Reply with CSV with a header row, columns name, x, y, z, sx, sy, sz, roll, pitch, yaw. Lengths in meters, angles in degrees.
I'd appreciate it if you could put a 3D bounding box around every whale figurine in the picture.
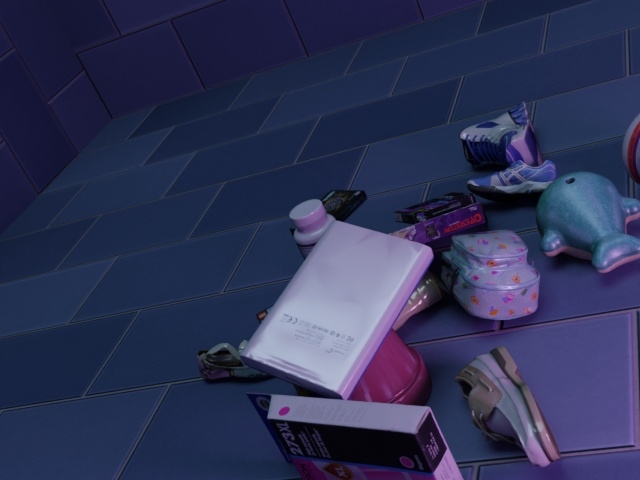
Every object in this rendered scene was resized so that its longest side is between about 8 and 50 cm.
name,x,y,z,sx,sy,sz,roll,pitch,yaw
whale figurine,0.523,-0.042,1.799,0.216,0.141,0.272,-23,27,3

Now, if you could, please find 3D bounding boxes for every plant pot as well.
name,x,y,z,sx,sy,sz,roll,pitch,yaw
plant pot,0.077,0.221,1.665,0.201,0.180,0.201,-21,26,11

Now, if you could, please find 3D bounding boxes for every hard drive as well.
name,x,y,z,sx,sy,sz,roll,pitch,yaw
hard drive,0.031,0.113,1.601,0.210,0.040,0.318,16,57,31

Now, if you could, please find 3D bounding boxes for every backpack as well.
name,x,y,z,sx,sy,sz,roll,pitch,yaw
backpack,0.328,0.066,1.759,0.166,0.144,0.188,-4,32,-15

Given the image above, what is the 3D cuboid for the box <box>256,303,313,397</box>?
name,x,y,z,sx,sy,sz,roll,pitch,yaw
box,-0.008,0.186,1.743,0.159,0.233,0.044,-29,44,-7

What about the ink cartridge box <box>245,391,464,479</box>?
name,x,y,z,sx,sy,sz,roll,pitch,yaw
ink cartridge box,0.039,0.335,1.491,0.371,0.175,0.069,-1,36,40

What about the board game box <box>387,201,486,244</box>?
name,x,y,z,sx,sy,sz,roll,pitch,yaw
board game box,0.247,-0.026,1.945,0.208,0.056,0.347,-16,-1,12

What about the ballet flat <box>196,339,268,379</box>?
name,x,y,z,sx,sy,sz,roll,pitch,yaw
ballet flat,-0.172,0.248,1.945,0.221,0.079,0.077,-9,31,30

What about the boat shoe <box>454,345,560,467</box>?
name,x,y,z,sx,sy,sz,roll,pitch,yaw
boat shoe,0.293,0.275,1.470,0.103,0.113,0.302,-25,16,4

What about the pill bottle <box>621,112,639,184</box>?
name,x,y,z,sx,sy,sz,roll,pitch,yaw
pill bottle,0.743,-0.152,1.766,0.181,0.181,0.323,-30,27,-10

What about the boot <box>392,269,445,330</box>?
name,x,y,z,sx,sy,sz,roll,pitch,yaw
boot,0.107,0.124,1.921,0.203,0.095,0.262,-38,32,-21

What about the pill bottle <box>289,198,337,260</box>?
name,x,y,z,sx,sy,sz,roll,pitch,yaw
pill bottle,0.000,0.000,2.136,0.108,0.180,0.108,-20,26,10

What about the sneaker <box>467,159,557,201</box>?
name,x,y,z,sx,sy,sz,roll,pitch,yaw
sneaker,0.436,-0.134,2.089,0.211,0.080,0.081,0,77,27

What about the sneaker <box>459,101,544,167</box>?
name,x,y,z,sx,sy,sz,roll,pitch,yaw
sneaker,0.436,-0.223,2.251,0.182,0.127,0.315,-21,20,18

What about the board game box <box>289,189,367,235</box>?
name,x,y,z,sx,sy,sz,roll,pitch,yaw
board game box,0.021,-0.072,2.423,0.126,0.026,0.186,5,39,46

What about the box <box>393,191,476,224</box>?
name,x,y,z,sx,sy,sz,roll,pitch,yaw
box,0.266,-0.076,2.151,0.162,0.029,0.116,-18,10,-17
